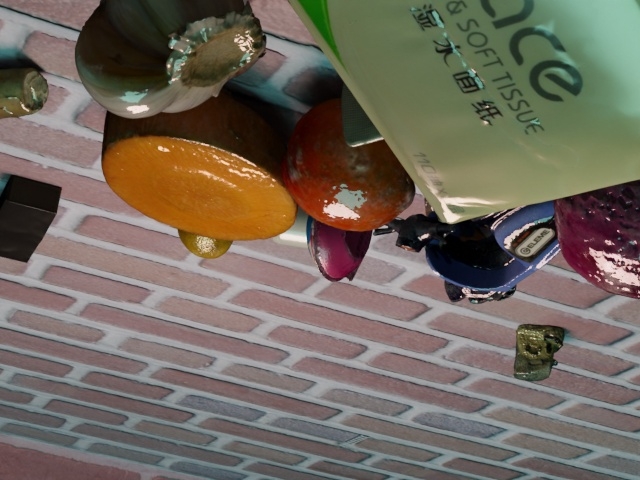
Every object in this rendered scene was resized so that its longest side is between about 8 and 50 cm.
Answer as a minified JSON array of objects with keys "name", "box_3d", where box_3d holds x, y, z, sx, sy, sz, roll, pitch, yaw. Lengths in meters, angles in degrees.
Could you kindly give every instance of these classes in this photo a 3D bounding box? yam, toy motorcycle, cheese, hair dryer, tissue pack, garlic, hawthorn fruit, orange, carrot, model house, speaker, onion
[{"name":"yam","box_3d":[-0.496,-0.181,1.911,0.317,0.067,0.071,-1,127,19]},{"name":"toy motorcycle","box_3d":[0.227,-0.029,1.950,0.212,0.125,0.358,21,142,-19]},{"name":"cheese","box_3d":[0.015,-0.041,2.001,0.062,0.155,0.244,6,142,27]},{"name":"hair dryer","box_3d":[0.000,0.000,2.213,0.131,0.073,0.236,8,166,2]},{"name":"tissue pack","box_3d":[0.151,-0.235,1.296,0.331,0.205,0.405,-14,128,36]},{"name":"garlic","box_3d":[-0.161,-0.243,1.559,0.207,0.207,0.257,-6,130,27]},{"name":"hawthorn fruit","box_3d":[0.035,-0.094,1.843,0.172,0.173,0.173,6,157,3]},{"name":"orange","box_3d":[-0.162,-0.015,2.175,0.085,0.085,0.095,1,150,13]},{"name":"carrot","box_3d":[-0.150,-0.094,1.945,0.258,0.100,0.307,1,153,29]},{"name":"model house","box_3d":[0.359,0.188,2.495,0.078,0.083,0.066,6,155,4]},{"name":"speaker","box_3d":[-0.453,-0.030,2.272,0.082,0.044,0.218,15,155,-16]},{"name":"onion","box_3d":[0.407,-0.051,1.630,0.348,0.267,0.159,28,174,35]}]

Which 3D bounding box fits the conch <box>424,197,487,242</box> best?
[{"name":"conch","box_3d":[0.201,0.008,2.129,0.080,0.086,0.233,-26,122,-9]}]

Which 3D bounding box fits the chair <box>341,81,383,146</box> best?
[{"name":"chair","box_3d":[0.199,-0.170,1.631,0.319,0.160,0.186,-20,143,41]}]
